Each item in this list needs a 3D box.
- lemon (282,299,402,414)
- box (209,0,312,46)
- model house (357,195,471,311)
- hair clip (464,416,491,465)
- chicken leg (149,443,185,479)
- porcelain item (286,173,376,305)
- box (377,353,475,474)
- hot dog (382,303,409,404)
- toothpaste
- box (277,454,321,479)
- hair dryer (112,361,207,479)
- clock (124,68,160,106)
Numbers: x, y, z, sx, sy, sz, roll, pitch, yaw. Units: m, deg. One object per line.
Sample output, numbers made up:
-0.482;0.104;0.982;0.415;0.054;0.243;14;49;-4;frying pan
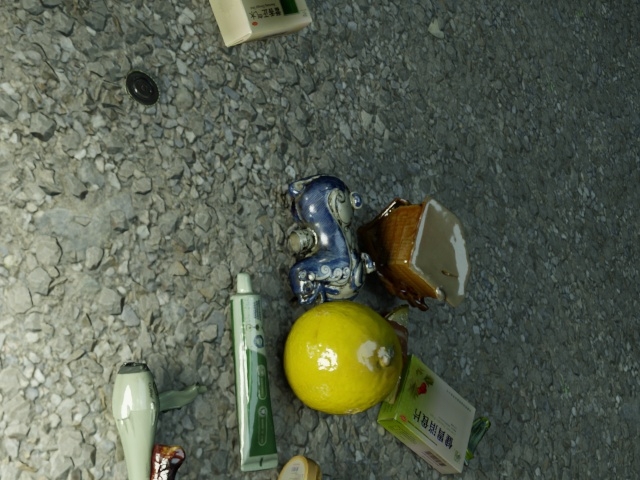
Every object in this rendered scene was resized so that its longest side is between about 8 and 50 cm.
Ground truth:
0.059;0.242;1.973;0.240;0.219;0.241;12;73;-44;lemon
-0.140;-0.533;2.116;0.212;0.095;0.168;-25;98;-47;box
0.216;0.030;2.201;0.199;0.229;0.220;35;72;-30;model house
0.375;0.490;2.357;0.060;0.033;0.188;60;34;-3;hair clip
-0.306;0.538;1.571;0.158;0.095;0.407;47;53;-39;chicken leg
0.000;0.000;2.072;0.186;0.138;0.288;-11;89;-30;porcelain item
0.253;0.410;2.234;0.260;0.062;0.175;43;50;-29;box
0.145;0.247;2.137;0.093;0.123;0.262;16;42;-4;hot dog
-0.137;0.256;1.883;0.098;0.061;0.392;5;77;-46;toothpaste
-0.044;0.476;1.870;0.037;0.105;0.106;33;55;-25;box
-0.293;0.341;1.696;0.225;0.088;0.219;33;61;-53;hair dryer
-0.350;-0.300;1.877;0.083;0.010;0.074;27;59;-38;clock
